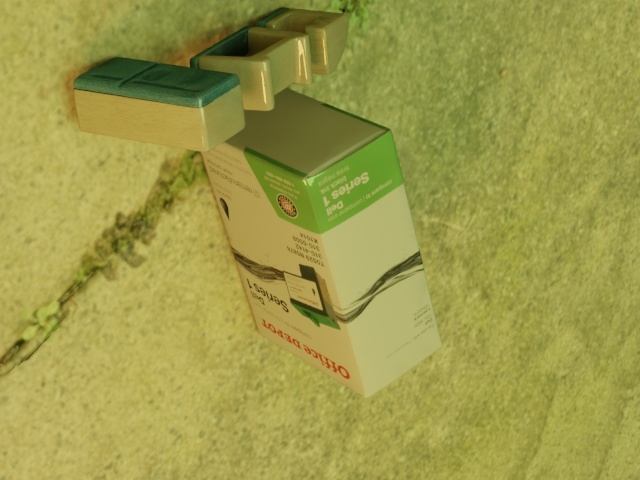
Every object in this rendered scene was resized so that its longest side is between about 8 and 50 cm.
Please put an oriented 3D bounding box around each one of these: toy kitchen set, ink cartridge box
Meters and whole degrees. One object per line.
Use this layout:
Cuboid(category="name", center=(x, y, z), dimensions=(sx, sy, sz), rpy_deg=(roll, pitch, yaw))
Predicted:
Cuboid(category="toy kitchen set", center=(-0.085, -0.187, 1.092), dimensions=(0.207, 0.122, 0.166), rpy_deg=(-39, 131, -48))
Cuboid(category="ink cartridge box", center=(0.000, 0.000, 1.185), dimensions=(0.092, 0.160, 0.219), rpy_deg=(-33, 125, -25))
